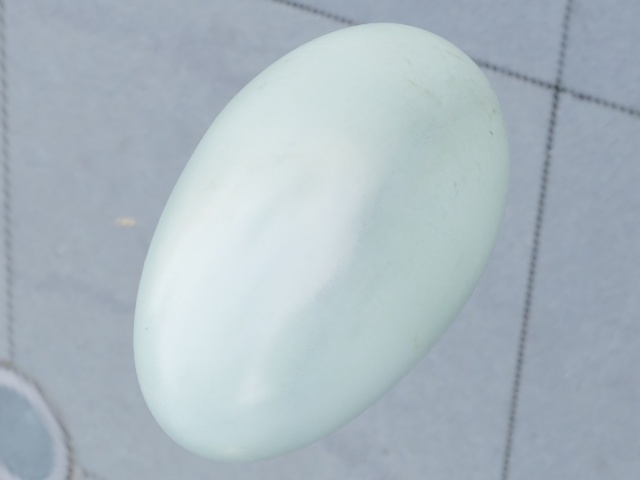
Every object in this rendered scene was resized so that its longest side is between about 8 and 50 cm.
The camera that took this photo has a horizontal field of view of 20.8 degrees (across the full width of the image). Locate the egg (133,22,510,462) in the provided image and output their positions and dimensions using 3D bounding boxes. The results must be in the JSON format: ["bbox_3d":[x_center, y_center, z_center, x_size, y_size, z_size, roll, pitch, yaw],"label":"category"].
[{"bbox_3d":[0.000,0.000,1.275,0.230,0.371,0.230,28,156,14],"label":"egg"}]
